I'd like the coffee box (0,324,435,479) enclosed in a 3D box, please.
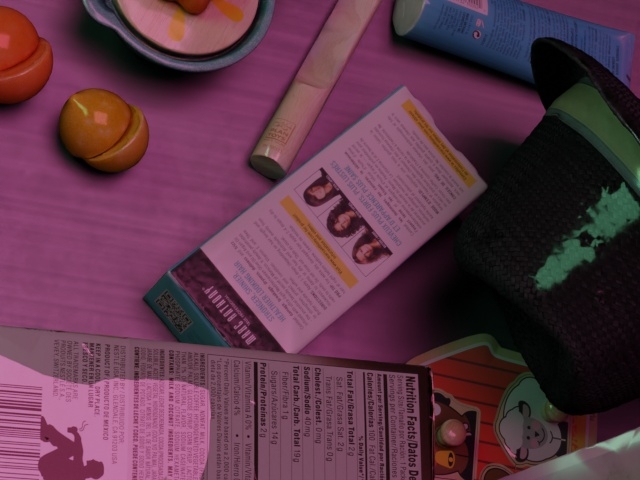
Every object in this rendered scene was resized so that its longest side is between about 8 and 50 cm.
[{"bbox_3d":[-0.094,0.140,1.233,0.297,0.168,0.119,7,70,-22],"label":"coffee box"}]

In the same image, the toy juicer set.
[{"bbox_3d":[-0.100,-0.144,1.373,0.329,0.089,0.209,14,67,-19],"label":"toy juicer set"}]

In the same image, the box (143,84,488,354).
[{"bbox_3d":[0.000,0.000,1.381,0.244,0.060,0.100,-39,90,-29],"label":"box"}]

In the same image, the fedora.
[{"bbox_3d":[0.186,0.017,1.348,0.152,0.334,0.334,-34,87,-1],"label":"fedora"}]

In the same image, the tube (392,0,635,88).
[{"bbox_3d":[0.157,-0.154,1.513,0.207,0.052,0.080,16,71,-23],"label":"tube"}]

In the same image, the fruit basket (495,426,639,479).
[{"bbox_3d":[0.210,0.287,1.244,0.353,0.165,0.327,-22,79,16],"label":"fruit basket"}]

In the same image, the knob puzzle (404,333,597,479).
[{"bbox_3d":[0.113,0.155,1.393,0.213,0.030,0.213,7,70,-20],"label":"knob puzzle"}]
